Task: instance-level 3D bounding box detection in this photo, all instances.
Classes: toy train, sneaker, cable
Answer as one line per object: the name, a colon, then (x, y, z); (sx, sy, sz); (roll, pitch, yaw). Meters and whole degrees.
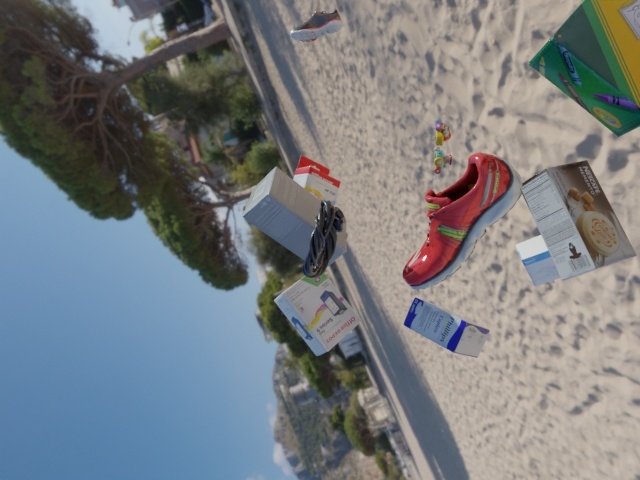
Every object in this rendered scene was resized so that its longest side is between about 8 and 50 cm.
toy train: (0.331, -0.252, 1.247); (0.125, 0.046, 0.166); (17, -105, -74)
sneaker: (-0.014, -0.633, 1.358); (0.061, 0.158, 0.065); (38, -139, -81)
cable: (0.000, 0.000, 0.902); (0.047, 0.151, 0.184); (24, 174, 10)
sneaker: (0.223, -0.038, 0.828); (0.118, 0.279, 0.107); (29, -160, -18)

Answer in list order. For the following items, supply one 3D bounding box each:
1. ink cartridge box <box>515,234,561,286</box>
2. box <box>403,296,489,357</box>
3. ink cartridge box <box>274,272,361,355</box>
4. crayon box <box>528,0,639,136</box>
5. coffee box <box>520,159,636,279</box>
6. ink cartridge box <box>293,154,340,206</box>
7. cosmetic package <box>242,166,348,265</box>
ink cartridge box: (0.718, 0.074, 1.520); (0.143, 0.090, 0.092); (55, -154, -24)
box: (0.279, 0.193, 1.028); (0.137, 0.072, 0.126); (24, -179, 44)
ink cartridge box: (-0.007, 0.208, 1.372); (0.212, 0.154, 0.093); (53, 150, 4)
crayon box: (0.443, -0.301, 0.620); (0.165, 0.278, 0.081); (41, 178, 5)
coffee box: (0.591, -0.049, 1.075); (0.098, 0.141, 0.247); (-48, 57, 61)
ink cartridge box: (-0.021, -0.144, 1.468); (0.134, 0.231, 0.078); (20, 169, -37)
cosmetic package: (-0.051, -0.048, 1.100); (0.238, 0.107, 0.127); (40, -150, -22)
